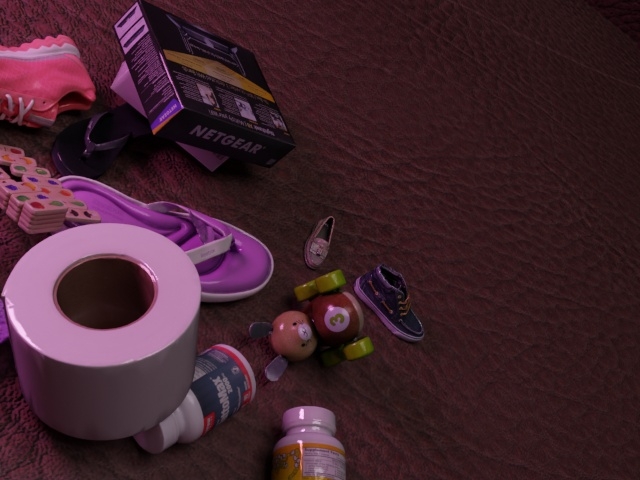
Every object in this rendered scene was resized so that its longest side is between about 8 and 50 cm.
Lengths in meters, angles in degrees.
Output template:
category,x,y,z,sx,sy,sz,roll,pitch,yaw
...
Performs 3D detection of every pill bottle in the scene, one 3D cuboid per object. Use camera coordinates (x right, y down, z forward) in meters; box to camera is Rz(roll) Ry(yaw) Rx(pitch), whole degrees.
category,x,y,z,sx,sy,sz,roll,pitch,yaw
pill bottle,-0.192,0.237,1.159,0.180,0.108,0.108,-27,81,-47
pill bottle,-0.019,0.370,1.208,0.117,0.117,0.208,22,49,-28

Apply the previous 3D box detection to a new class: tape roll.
category,x,y,z,sx,sy,sz,roll,pitch,yaw
tape roll,-0.286,0.119,1.050,0.246,0.169,0.246,6,44,-6

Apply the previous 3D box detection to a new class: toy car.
category,x,y,z,sx,sy,sz,roll,pitch,yaw
toy car,-0.031,0.159,1.344,0.188,0.149,0.155,-20,86,-35

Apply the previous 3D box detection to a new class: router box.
category,x,y,z,sx,sy,sz,roll,pitch,yaw
router box,-0.203,-0.274,1.414,0.308,0.081,0.243,11,48,-54

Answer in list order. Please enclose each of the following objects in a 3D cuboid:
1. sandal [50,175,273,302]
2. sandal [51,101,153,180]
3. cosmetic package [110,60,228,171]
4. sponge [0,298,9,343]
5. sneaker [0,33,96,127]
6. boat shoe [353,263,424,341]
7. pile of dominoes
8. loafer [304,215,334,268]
category,x,y,z,sx,sy,sz,roll,pitch,yaw
sandal,-0.246,-0.004,1.285,0.416,0.102,0.169,16,52,-30
sandal,-0.366,-0.187,1.348,0.097,0.054,0.254,45,42,-6
cosmetic package,-0.265,-0.239,1.432,0.239,0.060,0.099,40,30,-26
sponge,-0.510,0.070,1.040,0.210,0.031,0.117,53,48,-4
sneaker,-0.484,-0.237,1.237,0.136,0.116,0.314,55,42,3
boat shoe,0.155,0.127,1.558,0.183,0.083,0.065,42,42,-10
pile of dominoes,-0.456,-0.095,1.129,0.251,0.040,0.196,37,25,24
loafer,0.000,0.000,1.546,0.045,0.039,0.125,34,44,-19
